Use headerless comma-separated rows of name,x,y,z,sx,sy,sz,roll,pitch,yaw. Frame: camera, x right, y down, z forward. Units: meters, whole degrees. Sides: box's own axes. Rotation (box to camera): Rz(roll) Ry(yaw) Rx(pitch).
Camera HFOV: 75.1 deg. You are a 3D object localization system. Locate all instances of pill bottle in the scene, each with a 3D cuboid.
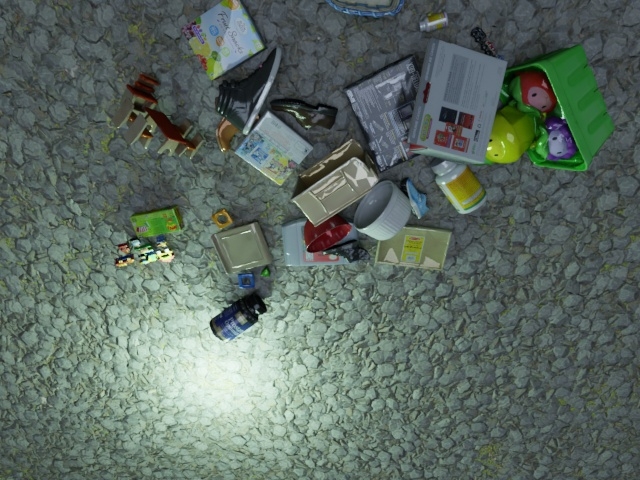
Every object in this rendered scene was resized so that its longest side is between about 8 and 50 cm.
pill bottle,0.347,-0.671,1.283,0.083,0.043,0.043,-13,113,9
pill bottle,-0.335,0.315,1.715,0.219,0.123,0.123,-36,108,4
pill bottle,0.476,-0.205,1.446,0.117,0.117,0.208,-37,107,18

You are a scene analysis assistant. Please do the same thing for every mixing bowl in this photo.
mixing bowl,0.009,-0.043,1.481,0.181,0.181,0.098,-36,70,17

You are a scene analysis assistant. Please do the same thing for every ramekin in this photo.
ramekin,0.223,-0.098,1.466,0.109,0.207,0.207,32,112,-21

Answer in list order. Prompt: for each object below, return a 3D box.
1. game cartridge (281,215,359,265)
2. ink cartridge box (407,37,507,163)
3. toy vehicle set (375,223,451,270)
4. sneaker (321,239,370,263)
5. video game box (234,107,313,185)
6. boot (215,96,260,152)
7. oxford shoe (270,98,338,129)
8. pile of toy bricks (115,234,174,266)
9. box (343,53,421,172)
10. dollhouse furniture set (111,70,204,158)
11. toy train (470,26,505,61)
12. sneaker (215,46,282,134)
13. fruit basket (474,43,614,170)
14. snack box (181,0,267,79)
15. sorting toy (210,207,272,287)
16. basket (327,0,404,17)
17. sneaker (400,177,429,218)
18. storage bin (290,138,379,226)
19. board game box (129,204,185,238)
game cartridge,0.000,0.000,1.603,0.294,0.060,0.196,-3,110,4
ink cartridge box,0.387,-0.414,1.271,0.272,0.130,0.309,10,96,-17
toy vehicle set,0.353,0.022,1.600,0.267,0.035,0.166,7,114,0
sneaker,0.096,0.052,1.564,0.170,0.051,0.089,-16,108,6
video game box,-0.160,-0.320,1.445,0.205,0.048,0.187,35,110,-28
boot,-0.279,-0.395,1.430,0.152,0.073,0.197,1,117,-2
oxford shoe,-0.062,-0.420,1.400,0.227,0.083,0.096,13,119,-2
pile of toy bricks,-0.690,0.056,1.652,0.212,0.118,0.105,-15,142,-7
box,0.247,-0.416,1.386,0.242,0.076,0.307,-24,111,13
dollhouse furniture set,-0.531,-0.408,1.352,0.135,0.262,0.259,-46,73,18
toy train,0.533,-0.606,1.312,0.036,0.027,0.158,-43,105,8
sneaker,-0.235,-0.504,1.327,0.147,0.104,0.295,26,96,-15
fruit basket,0.650,-0.362,1.303,0.392,0.283,0.392,-3,104,-11
snack box,-0.302,-0.640,1.320,0.207,0.070,0.174,-26,110,12
sorting toy,-0.307,0.026,1.636,0.196,0.047,0.347,-16,113,6
basket,0.125,-0.727,1.135,0.255,0.289,0.201,6,120,-3
sneaker,0.347,-0.163,1.514,0.073,0.063,0.162,-32,114,-3
storage bin,0.051,-0.203,1.391,0.260,0.262,0.123,-33,109,16
board game box,-0.631,-0.072,1.609,0.181,0.043,0.092,-10,114,8
